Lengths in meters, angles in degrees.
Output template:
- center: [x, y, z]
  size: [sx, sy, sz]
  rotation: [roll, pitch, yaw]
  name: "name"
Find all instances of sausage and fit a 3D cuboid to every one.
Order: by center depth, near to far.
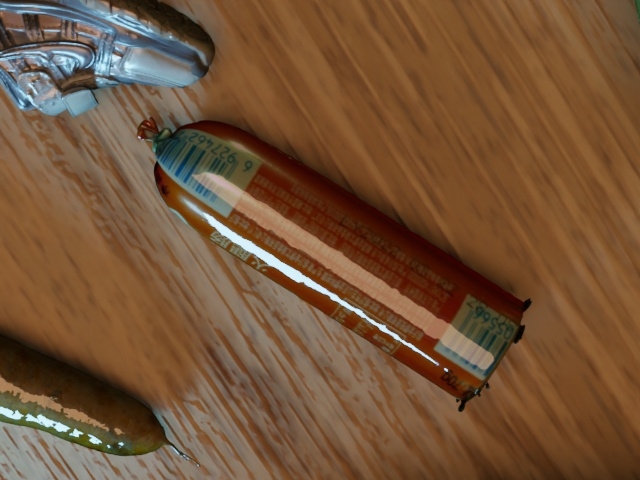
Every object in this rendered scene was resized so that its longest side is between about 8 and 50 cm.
- center: [0.000, 0.000, 1.027]
  size: [0.264, 0.083, 0.083]
  rotation: [33, 103, -2]
  name: "sausage"

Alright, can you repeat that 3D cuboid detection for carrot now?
- center: [-0.216, 0.090, 1.073]
  size: [0.298, 0.078, 0.078]
  rotation: [18, 104, -6]
  name: "carrot"

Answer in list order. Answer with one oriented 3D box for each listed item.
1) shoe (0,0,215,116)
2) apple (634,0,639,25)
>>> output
- center: [-0.158, -0.116, 1.004]
  size: [0.180, 0.089, 0.092]
  rotation: [20, 103, 2]
  name: "shoe"
- center: [0.321, -0.164, 0.829]
  size: [0.357, 0.357, 0.357]
  rotation: [1, 103, 4]
  name: "apple"
